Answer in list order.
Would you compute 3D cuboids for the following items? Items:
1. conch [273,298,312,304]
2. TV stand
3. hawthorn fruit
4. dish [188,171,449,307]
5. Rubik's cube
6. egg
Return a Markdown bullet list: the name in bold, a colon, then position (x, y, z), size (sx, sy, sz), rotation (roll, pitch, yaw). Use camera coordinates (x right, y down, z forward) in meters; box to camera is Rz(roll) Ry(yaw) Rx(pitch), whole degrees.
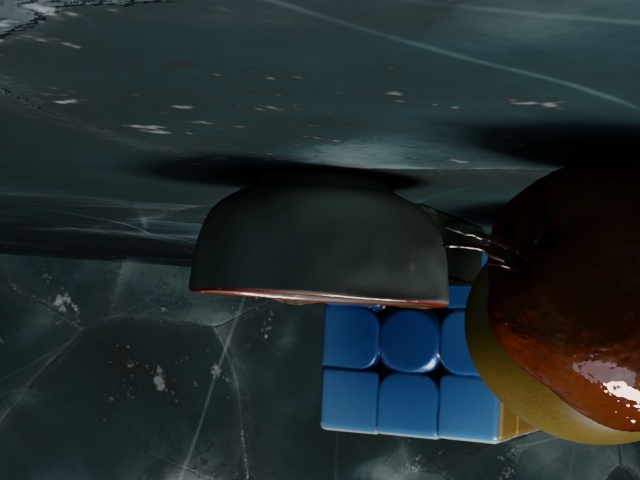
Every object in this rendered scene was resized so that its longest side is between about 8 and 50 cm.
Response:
- **conch**: position (-0.011, 0.006, 1.468), size (0.130, 0.155, 0.207), rotation (48, 162, -6)
- **TV stand**: position (0.120, 0.010, 1.470), size (0.088, 0.082, 0.269), rotation (3, 175, 23)
- **hawthorn fruit**: position (0.212, 0.029, 0.902), size (0.299, 0.211, 0.211), rotation (19, 168, -32)
- **dish**: position (0.000, 0.000, 1.174), size (0.256, 0.117, 0.256), rotation (3, 176, 0)
- **Rubik's cube**: position (0.185, 0.152, 1.912), size (0.290, 0.291, 0.291), rotation (1, 176, 23)
- **egg**: position (0.293, 0.096, 1.354), size (0.250, 0.250, 0.322), rotation (5, -179, -23)
